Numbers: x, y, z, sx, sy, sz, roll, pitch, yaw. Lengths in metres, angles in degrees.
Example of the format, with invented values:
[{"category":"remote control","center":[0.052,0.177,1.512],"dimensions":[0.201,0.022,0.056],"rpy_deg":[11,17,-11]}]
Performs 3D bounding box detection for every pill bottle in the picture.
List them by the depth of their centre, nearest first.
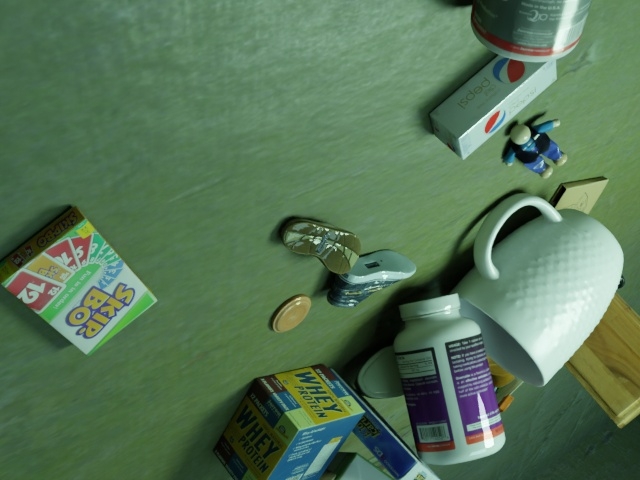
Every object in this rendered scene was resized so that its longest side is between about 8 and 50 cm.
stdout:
[{"category":"pill bottle","center":[0.302,-0.396,1.230],"dimensions":[0.161,0.161,0.283],"rpy_deg":[-29,147,-25]},{"category":"pill bottle","center":[0.253,0.276,1.855],"dimensions":[0.181,0.323,0.181],"rpy_deg":[-12,175,-1]}]

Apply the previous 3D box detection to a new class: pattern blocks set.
[{"category":"pattern blocks set","center":[0.537,0.366,2.523],"dimensions":[0.325,0.026,0.285],"rpy_deg":[-56,176,31]}]

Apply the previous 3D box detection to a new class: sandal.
[{"category":"sandal","center":[0.000,0.000,1.479],"dimensions":[0.180,0.049,0.072],"rpy_deg":[22,105,-43]}]

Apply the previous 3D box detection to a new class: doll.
[{"category":"doll","center":[0.410,-0.182,1.756],"dimensions":[0.129,0.046,0.189],"rpy_deg":[-43,146,17]}]

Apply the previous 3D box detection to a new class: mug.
[{"category":"mug","center":[0.454,0.068,1.949],"dimensions":[0.328,0.276,0.374],"rpy_deg":[-44,121,-11]}]

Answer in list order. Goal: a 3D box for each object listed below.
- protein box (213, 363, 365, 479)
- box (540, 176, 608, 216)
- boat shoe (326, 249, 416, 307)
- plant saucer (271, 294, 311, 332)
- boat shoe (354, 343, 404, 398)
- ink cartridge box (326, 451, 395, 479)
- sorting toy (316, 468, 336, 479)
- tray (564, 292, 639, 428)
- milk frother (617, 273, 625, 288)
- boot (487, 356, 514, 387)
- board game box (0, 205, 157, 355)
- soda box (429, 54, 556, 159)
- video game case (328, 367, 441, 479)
[{"category":"protein box","center":[-0.060,0.368,1.773],"dimensions":[0.199,0.136,0.201],"rpy_deg":[-3,131,-49]},{"category":"box","center":[0.574,-0.071,2.132],"dimensions":[0.201,0.021,0.164],"rpy_deg":[-10,136,-45]},{"category":"boat shoe","center":[0.089,0.071,1.665],"dimensions":[0.183,0.065,0.083],"rpy_deg":[-5,135,-41]},{"category":"plant saucer","center":[-0.050,0.130,1.608],"dimensions":[0.083,0.013,0.083],"rpy_deg":[-32,148,-23]},{"category":"boat shoe","center":[0.187,0.269,1.989],"dimensions":[0.305,0.109,0.091],"rpy_deg":[-22,170,-35]},{"category":"ink cartridge box","center":[0.088,0.577,2.072],"dimensions":[0.119,0.207,0.353],"rpy_deg":[-54,-177,-17]},{"category":"sorting toy","center":[-0.056,0.495,1.862],"dimensions":[0.274,0.132,0.046],"rpy_deg":[-23,129,-68]},{"category":"tray","center":[0.631,0.210,2.142],"dimensions":[0.203,0.411,0.076],"rpy_deg":[-42,152,8]},{"category":"milk frother","center":[0.694,0.093,2.365],"dimensions":[0.134,0.143,0.129],"rpy_deg":[-40,158,-12]},{"category":"boot","center":[0.420,0.308,2.367],"dimensions":[0.211,0.104,0.295],"rpy_deg":[-13,147,-25]},{"category":"board game box","center":[-0.304,0.064,1.187],"dimensions":[0.124,0.039,0.259],"rpy_deg":[-39,153,-9]},{"category":"soda box","center":[0.283,-0.236,1.499],"dimensions":[0.216,0.074,0.069],"rpy_deg":[-40,151,-7]},{"category":"video game case","center":[0.119,0.404,1.908],"dimensions":[0.061,0.269,0.244],"rpy_deg":[-44,150,-2]}]
